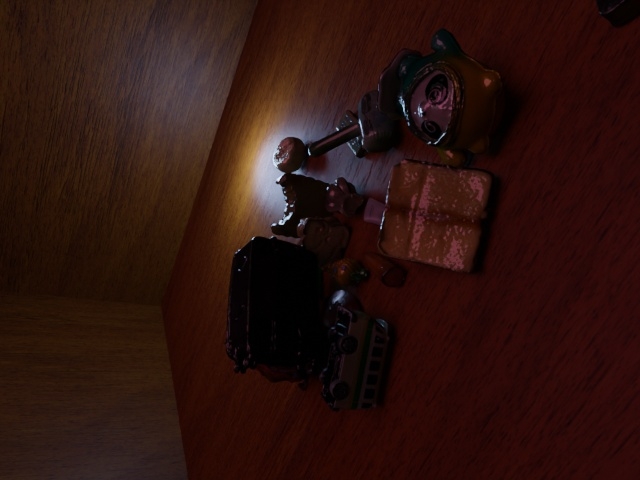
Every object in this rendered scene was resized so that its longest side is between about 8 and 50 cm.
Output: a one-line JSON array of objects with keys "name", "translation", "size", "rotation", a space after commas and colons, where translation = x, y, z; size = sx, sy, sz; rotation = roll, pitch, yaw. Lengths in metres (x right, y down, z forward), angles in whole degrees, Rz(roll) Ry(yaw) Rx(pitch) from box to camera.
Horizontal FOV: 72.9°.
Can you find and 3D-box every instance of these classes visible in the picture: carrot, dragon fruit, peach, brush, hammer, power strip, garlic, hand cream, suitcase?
[{"name": "carrot", "translation": [0.177, 0.077, 1.330], "size": [0.205, 0.072, 0.072], "rotation": [39, 114, 63]}, {"name": "dragon fruit", "translation": [-0.157, 0.378, 1.553], "size": [0.263, 0.297, 0.313], "rotation": [124, 156, -57]}, {"name": "peach", "translation": [0.053, 0.257, 1.465], "size": [0.279, 0.068, 0.188], "rotation": [31, 105, 58]}, {"name": "brush", "translation": [0.596, -0.534, 0.846], "size": [0.123, 0.059, 0.197], "rotation": [-34, 52, 52]}, {"name": "hammer", "translation": [0.098, -0.357, 1.476], "size": [0.336, 0.119, 0.206], "rotation": [-19, 60, 33]}, {"name": "power strip", "translation": [0.129, -0.385, 1.587], "size": [0.092, 0.035, 0.267], "rotation": [-59, 36, 29]}, {"name": "garlic", "translation": [0.075, -0.165, 1.537], "size": [0.194, 0.127, 0.131], "rotation": [-96, 26, -63]}, {"name": "hand cream", "translation": [0.208, -0.074, 1.337], "size": [0.255, 0.048, 0.079], "rotation": [29, 106, 59]}, {"name": "suitcase", "translation": [-0.140, 0.206, 1.367], "size": [0.194, 0.283, 0.433], "rotation": [-35, 48, 47]}]

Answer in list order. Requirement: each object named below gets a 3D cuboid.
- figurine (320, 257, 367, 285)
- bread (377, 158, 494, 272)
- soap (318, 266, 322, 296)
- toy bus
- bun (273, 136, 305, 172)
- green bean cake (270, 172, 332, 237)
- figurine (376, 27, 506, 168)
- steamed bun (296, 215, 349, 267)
[{"name": "figurine", "translation": [0.075, 0.104, 1.436], "size": [0.156, 0.115, 0.094], "rotation": [24, 111, 57]}, {"name": "bread", "translation": [0.287, -0.062, 1.081], "size": [0.236, 0.199, 0.263], "rotation": [12, 92, 52]}, {"name": "soap", "translation": [-0.104, 0.170, 1.720], "size": [0.273, 0.098, 0.217], "rotation": [-29, 56, 51]}, {"name": "toy bus", "translation": [0.103, 0.342, 1.258], "size": [0.134, 0.165, 0.275], "rotation": [-170, 92, -74]}, {"name": "bun", "translation": [-0.134, -0.383, 1.960], "size": [0.164, 0.111, 0.188], "rotation": [-43, 40, 20]}, {"name": "green bean cake", "translation": [-0.076, -0.121, 1.651], "size": [0.124, 0.233, 0.235], "rotation": [-10, 71, 64]}, {"name": "figurine", "translation": [0.318, -0.359, 1.110], "size": [0.340, 0.232, 0.323], "rotation": [46, 144, 45]}, {"name": "steamed bun", "translation": [0.000, 0.000, 1.551], "size": [0.106, 0.178, 0.192], "rotation": [-136, 51, -65]}]
